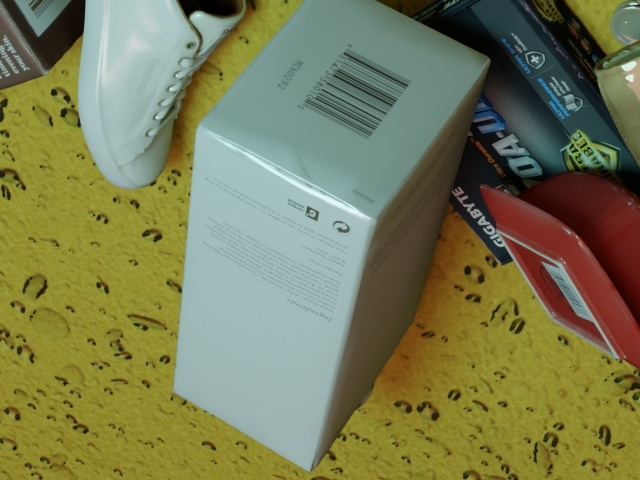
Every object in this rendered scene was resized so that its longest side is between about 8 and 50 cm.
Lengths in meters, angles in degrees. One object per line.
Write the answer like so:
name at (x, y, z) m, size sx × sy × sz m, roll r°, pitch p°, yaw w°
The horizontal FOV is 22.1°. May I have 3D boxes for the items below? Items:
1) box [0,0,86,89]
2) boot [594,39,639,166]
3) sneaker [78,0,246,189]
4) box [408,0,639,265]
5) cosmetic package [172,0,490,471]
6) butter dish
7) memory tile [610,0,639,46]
box at (-0.394, -0.205, 1.419) m, size 0.381 × 0.143 × 0.191 m, roll -13°, pitch 120°, yaw 30°
boot at (0.361, -0.056, 1.202) m, size 0.236 × 0.089 × 0.269 m, roll -26°, pitch 100°, yaw -3°
sneaker at (-0.128, -0.154, 1.358) m, size 0.123 × 0.106 × 0.290 m, roll 16°, pitch 130°, yaw 15°
box at (0.153, -0.101, 1.311) m, size 0.175 × 0.051 × 0.220 m, roll -26°, pitch 113°, yaw 37°
cosmetic package at (0.000, 0.000, 1.312) m, size 0.155 × 0.197 × 0.365 m, roll 28°, pitch 144°, yaw 11°
butter dish at (0.224, 0.004, 1.260) m, size 0.160 × 0.118 × 0.160 m, roll 56°, pitch 171°, yaw -26°
memory tile at (0.301, -0.161, 1.223) m, size 0.148 × 0.012 × 0.113 m, roll 29°, pitch 133°, yaw 0°
